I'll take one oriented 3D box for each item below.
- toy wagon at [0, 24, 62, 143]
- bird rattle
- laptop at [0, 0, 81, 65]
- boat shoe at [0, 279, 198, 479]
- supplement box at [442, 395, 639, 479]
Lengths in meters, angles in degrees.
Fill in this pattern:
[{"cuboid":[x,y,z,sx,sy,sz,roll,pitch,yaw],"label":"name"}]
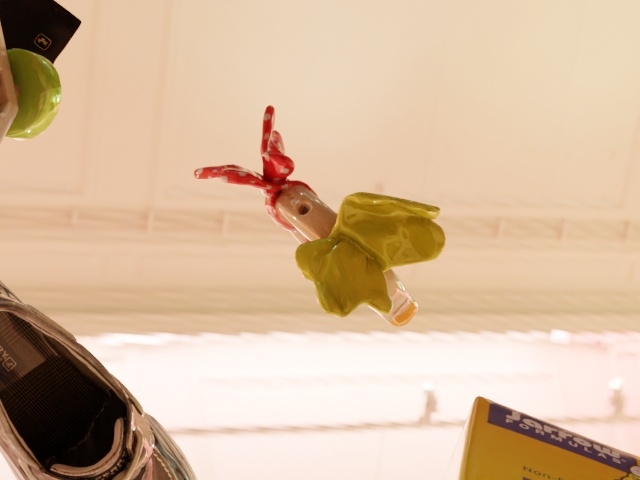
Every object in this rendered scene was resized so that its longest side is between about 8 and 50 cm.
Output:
[{"cuboid":[-0.274,-0.194,0.867,0.068,0.344,0.267,-22,164,22],"label":"toy wagon"},{"cuboid":[0.000,0.000,1.463,0.253,0.143,0.207,29,164,37],"label":"bird rattle"},{"cuboid":[-0.304,-0.135,0.989,0.234,0.264,0.136,37,157,-14],"label":"laptop"},{"cuboid":[-0.196,0.160,1.195,0.121,0.335,0.119,-47,-148,-12],"label":"boat shoe"},{"cuboid":[0.126,0.250,0.777,0.194,0.195,0.356,21,-166,3],"label":"supplement box"}]
